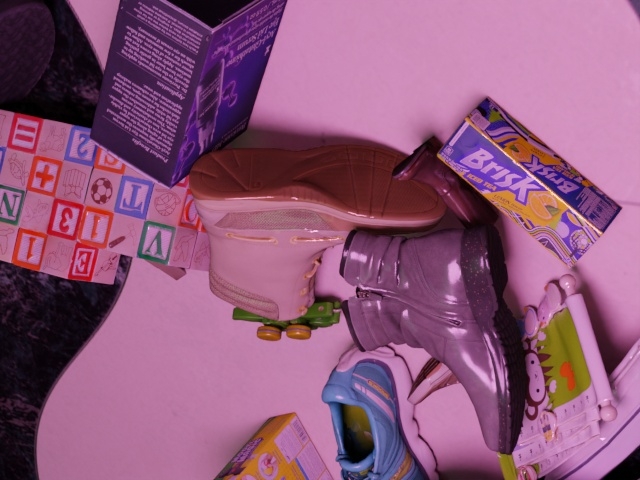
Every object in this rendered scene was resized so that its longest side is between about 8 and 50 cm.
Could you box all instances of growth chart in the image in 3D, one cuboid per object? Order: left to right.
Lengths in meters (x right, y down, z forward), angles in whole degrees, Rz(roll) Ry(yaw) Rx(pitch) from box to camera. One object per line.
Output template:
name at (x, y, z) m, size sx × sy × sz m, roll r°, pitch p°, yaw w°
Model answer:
growth chart at (0.223, 0.153, 1.324) m, size 0.237 × 0.021 × 0.172 m, roll 119°, pitch 140°, yaw -50°

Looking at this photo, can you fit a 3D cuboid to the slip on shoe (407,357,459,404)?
slip on shoe at (0.140, 0.142, 1.419) m, size 0.041 × 0.051 × 0.135 m, roll 33°, pitch 127°, yaw -4°

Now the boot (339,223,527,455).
boot at (0.112, 0.097, 1.300) m, size 0.161 × 0.083 × 0.246 m, roll -6°, pitch 108°, yaw 22°

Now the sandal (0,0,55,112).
sandal at (-0.460, -0.165, 1.561) m, size 0.446 × 0.168 × 0.107 m, roll -43°, pitch 72°, yaw 43°

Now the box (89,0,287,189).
box at (-0.132, -0.182, 1.321) m, size 0.108 × 0.153 × 0.207 m, roll 32°, pitch 133°, yaw 13°

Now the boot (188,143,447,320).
boot at (0.000, 0.000, 1.381) m, size 0.262 × 0.095 × 0.203 m, roll 1°, pitch 140°, yaw 3°

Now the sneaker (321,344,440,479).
sneaker at (0.059, 0.251, 1.501) m, size 0.107 × 0.110 × 0.275 m, roll -1°, pitch 118°, yaw 35°

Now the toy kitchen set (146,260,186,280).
toy kitchen set at (-0.168, -0.013, 1.545) m, size 0.083 × 0.075 × 0.068 m, roll -34°, pitch 55°, yaw 11°

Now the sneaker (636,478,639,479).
sneaker at (0.317, 0.260, 1.270) m, size 0.297 × 0.112 × 0.131 m, roll 7°, pitch 118°, yaw -21°

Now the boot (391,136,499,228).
boot at (0.125, -0.041, 1.270) m, size 0.037 × 0.106 × 0.114 m, roll -35°, pitch 93°, yaw 33°

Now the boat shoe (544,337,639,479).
boat shoe at (0.288, 0.172, 1.306) m, size 0.088 × 0.096 × 0.267 m, roll 49°, pitch 140°, yaw 17°

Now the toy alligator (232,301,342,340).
toy alligator at (-0.011, 0.085, 1.487) m, size 0.190 × 0.056 × 0.051 m, roll -5°, pitch 160°, yaw 29°

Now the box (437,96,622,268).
box at (0.197, -0.056, 1.244) m, size 0.169 × 0.054 × 0.059 m, roll 41°, pitch 133°, yaw 6°

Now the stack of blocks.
stack of blocks at (-0.259, -0.039, 1.490) m, size 0.297 × 0.087 × 0.171 m, roll 13°, pitch 90°, yaw 27°

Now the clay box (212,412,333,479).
clay box at (-0.073, 0.321, 1.560) m, size 0.053 × 0.222 × 0.127 m, roll -17°, pitch 107°, yaw 41°
